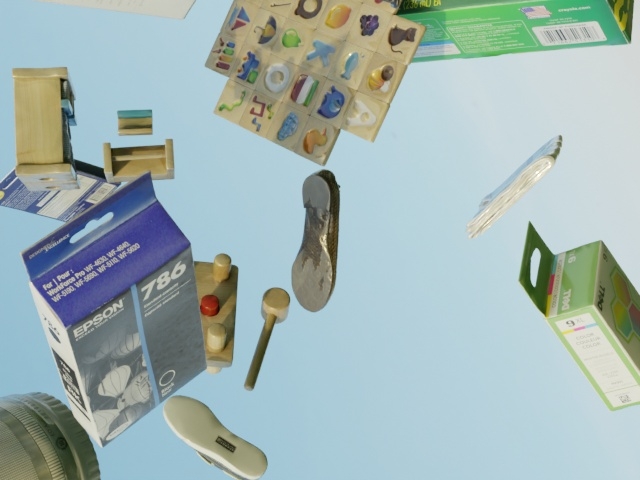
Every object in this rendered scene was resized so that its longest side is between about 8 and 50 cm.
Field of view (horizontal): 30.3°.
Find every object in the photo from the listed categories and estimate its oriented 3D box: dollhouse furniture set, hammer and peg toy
[{"bbox_3d":[-0.275,-0.135,1.451,0.129,0.184,0.129,136,131,-80],"label":"dollhouse furniture set"},{"bbox_3d":[-0.238,0.144,2.328,0.361,0.127,0.266,6,-134,-5],"label":"hammer and peg toy"}]

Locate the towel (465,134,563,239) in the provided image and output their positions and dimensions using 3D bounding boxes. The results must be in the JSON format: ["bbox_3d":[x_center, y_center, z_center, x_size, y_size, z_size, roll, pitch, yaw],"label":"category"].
[{"bbox_3d":[0.359,-0.106,2.169,0.034,0.209,0.285,45,-160,1],"label":"towel"}]

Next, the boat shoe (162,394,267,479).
[{"bbox_3d":[-0.198,0.367,2.135,0.219,0.070,0.078,38,-125,3],"label":"boat shoe"}]

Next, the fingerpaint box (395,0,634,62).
[{"bbox_3d":[0.231,-0.467,1.737,0.163,0.445,0.371,36,-121,-57],"label":"fingerpaint box"}]

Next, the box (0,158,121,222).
[{"bbox_3d":[-0.487,-0.098,2.136,0.225,0.136,0.036,16,-139,-53],"label":"box"}]

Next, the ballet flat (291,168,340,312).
[{"bbox_3d":[0.000,0.000,1.931,0.058,0.084,0.250,-33,-48,-54],"label":"ballet flat"}]

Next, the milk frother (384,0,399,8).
[{"bbox_3d":[0.046,-0.229,0.767,0.143,0.129,0.134,-136,37,-61],"label":"milk frother"}]

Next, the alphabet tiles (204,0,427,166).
[{"bbox_3d":[-0.017,-0.272,1.673,0.342,0.285,0.011,28,-175,36],"label":"alphabet tiles"}]

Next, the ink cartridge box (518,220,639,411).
[{"bbox_3d":[0.297,0.075,1.279,0.209,0.062,0.109,51,-143,-25],"label":"ink cartridge box"}]

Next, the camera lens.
[{"bbox_3d":[-0.452,0.331,1.529,0.274,0.219,0.219,-20,-100,-49],"label":"camera lens"}]

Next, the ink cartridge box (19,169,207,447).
[{"bbox_3d":[-0.213,0.085,1.282,0.065,0.165,0.332,41,154,27],"label":"ink cartridge box"}]

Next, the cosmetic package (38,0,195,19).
[{"bbox_3d":[-0.259,-0.340,1.397,0.231,0.085,0.117,-2,-121,-36],"label":"cosmetic package"}]
